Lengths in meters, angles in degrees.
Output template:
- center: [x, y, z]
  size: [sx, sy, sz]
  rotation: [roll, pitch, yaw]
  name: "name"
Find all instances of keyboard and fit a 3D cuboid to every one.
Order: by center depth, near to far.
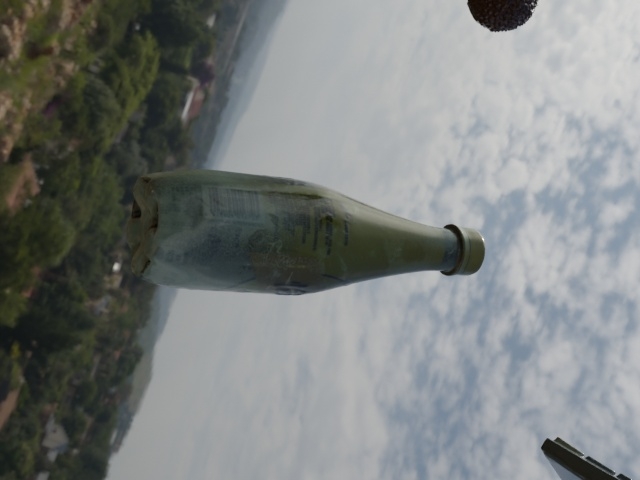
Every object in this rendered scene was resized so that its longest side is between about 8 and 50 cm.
- center: [0.151, 0.138, 0.449]
  size: [0.014, 0.055, 0.176]
  rotation: [-56, 148, -10]
  name: "keyboard"

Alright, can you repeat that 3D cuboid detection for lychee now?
- center: [0.304, -0.402, 1.421]
  size: [0.129, 0.123, 0.123]
  rotation: [53, -52, 45]
  name: "lychee"

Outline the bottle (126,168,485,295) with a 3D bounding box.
- center: [0.000, 0.000, 0.620]
  size: [0.083, 0.269, 0.083]
  rotation: [-20, -113, 61]
  name: "bottle"
